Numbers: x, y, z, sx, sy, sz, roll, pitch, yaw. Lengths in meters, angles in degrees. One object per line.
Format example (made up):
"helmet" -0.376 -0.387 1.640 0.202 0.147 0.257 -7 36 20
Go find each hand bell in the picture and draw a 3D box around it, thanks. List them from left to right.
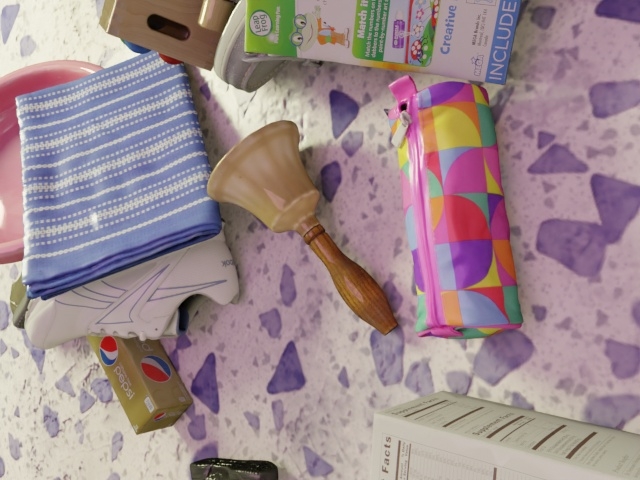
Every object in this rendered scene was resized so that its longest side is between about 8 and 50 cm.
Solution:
"hand bell" 0.000 0.000 0.694 0.242 0.126 0.126 50 116 14

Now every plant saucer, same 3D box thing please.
"plant saucer" -0.401 -0.106 0.919 0.332 0.084 0.332 -6 60 10

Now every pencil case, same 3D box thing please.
"pencil case" 0.118 -0.028 0.594 0.104 0.104 0.237 -15 79 35

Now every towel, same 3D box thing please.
"towel" -0.265 -0.103 0.810 0.243 0.040 0.336 -20 58 2

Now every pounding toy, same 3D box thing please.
"pounding toy" -0.157 -0.249 0.774 0.094 0.181 0.206 -68 28 14

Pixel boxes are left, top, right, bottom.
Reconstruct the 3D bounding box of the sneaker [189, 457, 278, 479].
"sneaker" -0.110 0.310 0.776 0.170 0.051 0.089 -12 81 40

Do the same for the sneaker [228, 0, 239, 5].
"sneaker" -0.176 -0.403 0.828 0.290 0.106 0.123 44 115 31

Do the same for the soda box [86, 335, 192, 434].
"soda box" -0.249 0.166 0.877 0.058 0.061 0.181 -50 61 24

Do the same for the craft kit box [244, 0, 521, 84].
"craft kit box" 0.060 -0.276 0.562 0.246 0.061 0.250 10 116 8

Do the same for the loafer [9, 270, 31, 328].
"loafer" -0.412 0.036 0.985 0.251 0.094 0.087 -44 68 26

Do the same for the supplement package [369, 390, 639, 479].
"supplement package" 0.172 0.217 0.516 0.244 0.133 0.139 6 91 36

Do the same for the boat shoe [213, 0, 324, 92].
"boat shoe" 0.017 -0.256 0.675 0.320 0.118 0.103 -37 88 22

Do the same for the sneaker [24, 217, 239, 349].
"sneaker" -0.237 0.076 0.809 0.297 0.111 0.129 -26 80 12
